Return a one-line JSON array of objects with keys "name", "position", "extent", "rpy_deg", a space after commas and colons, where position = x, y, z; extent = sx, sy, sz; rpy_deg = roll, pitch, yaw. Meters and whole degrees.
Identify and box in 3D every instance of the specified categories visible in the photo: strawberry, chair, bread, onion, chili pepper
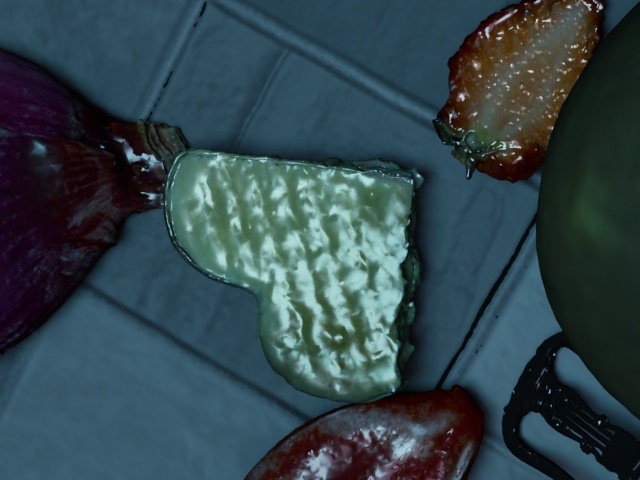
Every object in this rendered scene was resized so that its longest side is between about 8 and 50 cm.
[{"name": "strawberry", "position": [0.141, -0.106, 1.055], "extent": [0.104, 0.048, 0.152], "rpy_deg": [39, 92, 13]}, {"name": "chair", "position": [0.244, 0.159, 1.057], "extent": [0.229, 0.113, 0.106], "rpy_deg": [42, 110, 44]}, {"name": "bread", "position": [0.000, 0.000, 1.090], "extent": [0.172, 0.064, 0.232], "rpy_deg": [-43, 82, 8]}, {"name": "onion", "position": [-0.269, -0.028, 1.111], "extent": [0.349, 0.159, 0.267], "rpy_deg": [-13, 98, 16]}, {"name": "chili pepper", "position": [0.012, 0.193, 1.110], "extent": [0.252, 0.136, 0.144], "rpy_deg": [-53, 40, 5]}]

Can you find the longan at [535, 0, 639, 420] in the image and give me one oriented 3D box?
[{"name": "longan", "position": [0.300, -0.005, 0.878], "extent": [0.361, 0.361, 0.361], "rpy_deg": [2, 99, 14]}]
